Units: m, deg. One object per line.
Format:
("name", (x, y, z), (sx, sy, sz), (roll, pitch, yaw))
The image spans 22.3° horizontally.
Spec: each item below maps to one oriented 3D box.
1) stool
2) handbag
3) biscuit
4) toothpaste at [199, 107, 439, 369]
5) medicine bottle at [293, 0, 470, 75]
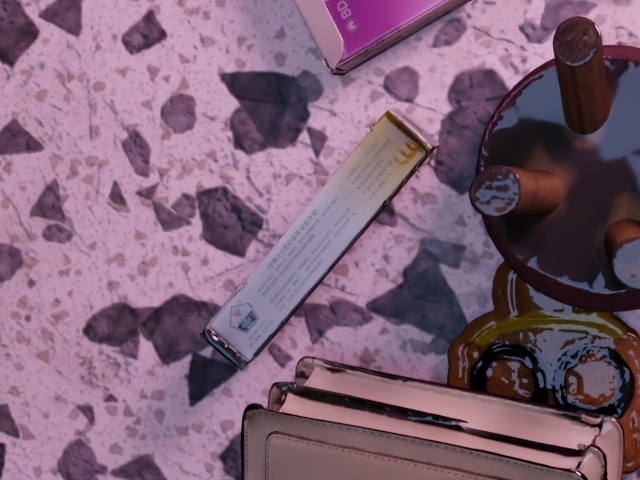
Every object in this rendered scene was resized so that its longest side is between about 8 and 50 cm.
("stool", (0.276, -0.070, 1.568), (0.272, 0.178, 0.272), (-1, 84, 12))
("handbag", (0.110, 0.272, 1.634), (0.358, 0.160, 0.237), (10, 109, 21))
("biscuit", (0.232, 0.154, 1.676), (0.208, 0.041, 0.290), (-1, 92, 15))
("toothpaste", (0.000, 0.000, 1.704), (0.071, 0.089, 0.313), (40, 101, 2))
("medicine bottle", (0.043, -0.298, 1.697), (0.171, 0.052, 0.201), (-28, 84, 14))
